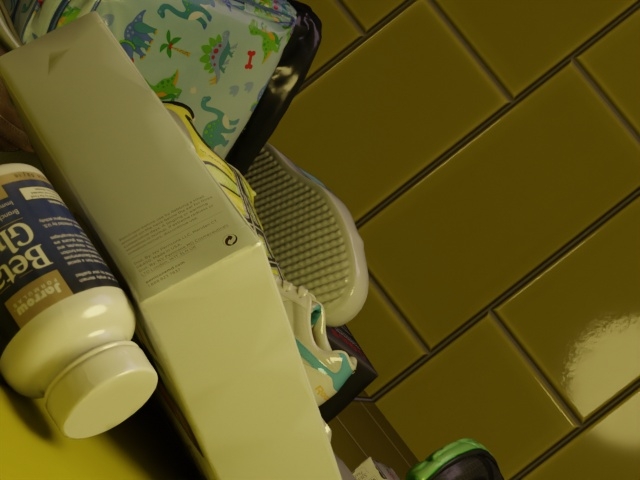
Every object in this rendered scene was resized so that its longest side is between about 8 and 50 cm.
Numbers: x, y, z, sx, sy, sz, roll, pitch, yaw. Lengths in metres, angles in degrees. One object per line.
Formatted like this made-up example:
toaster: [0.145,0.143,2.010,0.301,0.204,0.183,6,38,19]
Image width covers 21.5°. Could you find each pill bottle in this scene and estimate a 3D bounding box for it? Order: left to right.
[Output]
pill bottle: [-0.176,0.040,1.075,0.169,0.094,0.094,52,2,23]

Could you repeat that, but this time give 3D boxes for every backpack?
backpack: [-0.204,-0.222,2.013,0.355,0.290,0.273,30,10,-20]

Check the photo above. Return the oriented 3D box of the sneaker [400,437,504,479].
sneaker: [0.237,0.435,2.375,0.202,0.185,0.483,48,0,40]

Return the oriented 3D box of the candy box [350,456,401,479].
candy box: [0.105,0.370,2.078,0.196,0.070,0.165,53,2,17]

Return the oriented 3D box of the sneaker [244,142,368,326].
sneaker: [0.000,0.000,2.077,0.150,0.135,0.366,32,16,-35]

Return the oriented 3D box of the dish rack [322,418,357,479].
dish rack: [0.023,0.284,1.760,0.285,0.072,0.333,51,1,1]

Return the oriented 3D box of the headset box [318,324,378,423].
headset box: [-0.066,0.093,2.164,0.218,0.110,0.293,39,12,-43]

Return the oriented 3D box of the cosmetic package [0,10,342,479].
cosmetic package: [-0.103,0.053,1.283,0.284,0.097,0.377,56,-12,41]

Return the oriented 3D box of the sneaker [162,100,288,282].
sneaker: [-0.102,0.008,1.896,0.385,0.145,0.147,59,43,-16]

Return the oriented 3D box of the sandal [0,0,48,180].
sandal: [-0.303,-0.135,1.543,0.303,0.120,0.086,50,29,3]

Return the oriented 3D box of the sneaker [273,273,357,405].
sneaker: [-0.051,0.071,1.720,0.229,0.092,0.087,54,4,20]
